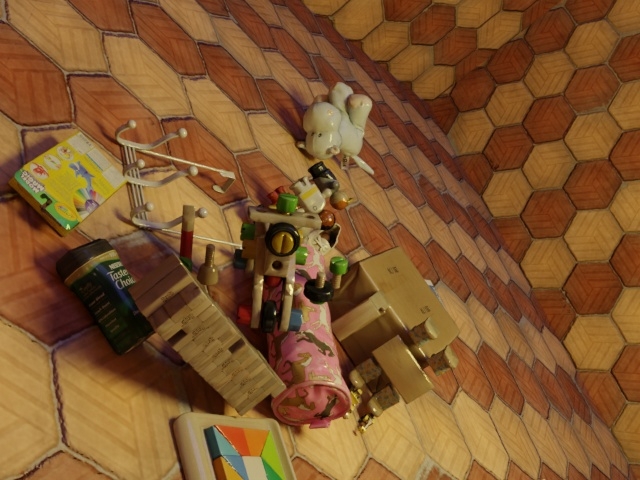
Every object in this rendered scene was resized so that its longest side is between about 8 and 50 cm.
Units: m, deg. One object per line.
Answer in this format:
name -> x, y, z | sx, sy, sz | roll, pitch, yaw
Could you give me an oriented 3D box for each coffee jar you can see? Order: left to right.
coffee jar -> -0.334, 0.086, 1.133 | 0.184, 0.079, 0.096 | 53, 24, -1

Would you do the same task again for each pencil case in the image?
pencil case -> -0.041, 0.183, 1.433 | 0.167, 0.160, 0.386 | 28, 34, -33

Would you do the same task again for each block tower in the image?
block tower -> -0.174, 0.167, 1.148 | 0.091, 0.097, 0.335 | 46, -8, 43

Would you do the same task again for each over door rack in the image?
over door rack -> -0.263, -0.105, 1.482 | 0.324, 0.108, 0.239 | 25, 38, -47

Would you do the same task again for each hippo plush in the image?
hippo plush -> 0.014, -0.344, 2.252 | 0.237, 0.234, 0.294 | -25, 122, -48

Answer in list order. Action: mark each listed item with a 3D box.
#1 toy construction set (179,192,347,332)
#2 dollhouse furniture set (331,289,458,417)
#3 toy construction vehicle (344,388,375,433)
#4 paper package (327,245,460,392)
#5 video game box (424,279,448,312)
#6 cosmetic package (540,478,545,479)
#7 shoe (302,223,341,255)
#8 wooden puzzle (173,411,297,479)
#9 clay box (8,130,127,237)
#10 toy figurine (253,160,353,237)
toy construction set -> -0.119, -0.003, 1.283 | 0.309, 0.237, 0.257 | 15, 28, 12
dollhouse furniture set -> 0.147, 0.243, 1.550 | 0.242, 0.212, 0.161 | 56, 15, 6
toy construction vehicle -> 0.086, 0.372, 1.558 | 0.085, 0.035, 0.098 | 55, 24, 4
paper package -> 0.174, 0.189, 1.802 | 0.309, 0.168, 0.325 | 55, 25, 7
video game box -> 0.334, 0.212, 2.204 | 0.187, 0.048, 0.205 | 8, 50, -55
cosmetic package -> 0.448, 0.705, 1.617 | 0.385, 0.156, 0.217 | 8, 52, -59
shoe -> 0.000, 0.000, 1.871 | 0.076, 0.058, 0.219 | 53, 24, -1
wooden puzzle -> -0.118, 0.386, 1.162 | 0.239, 0.044, 0.220 | 20, 41, -51
clay box -> -0.436, -0.096, 1.224 | 0.127, 0.053, 0.222 | 48, 26, -13
toy figurine -> -0.043, -0.071, 1.709 | 0.148, 0.210, 0.213 | 56, 24, -9
